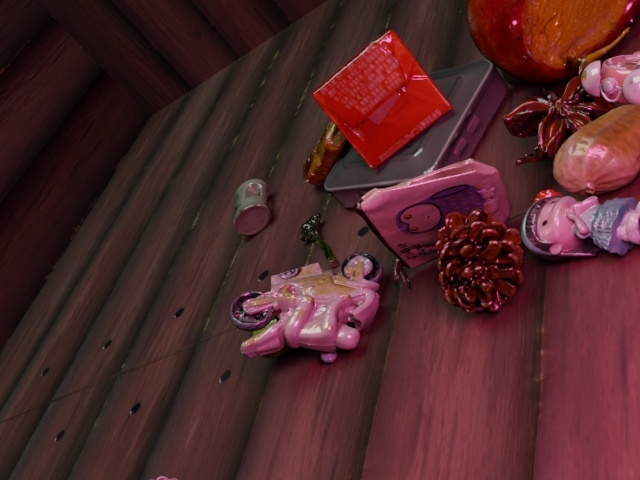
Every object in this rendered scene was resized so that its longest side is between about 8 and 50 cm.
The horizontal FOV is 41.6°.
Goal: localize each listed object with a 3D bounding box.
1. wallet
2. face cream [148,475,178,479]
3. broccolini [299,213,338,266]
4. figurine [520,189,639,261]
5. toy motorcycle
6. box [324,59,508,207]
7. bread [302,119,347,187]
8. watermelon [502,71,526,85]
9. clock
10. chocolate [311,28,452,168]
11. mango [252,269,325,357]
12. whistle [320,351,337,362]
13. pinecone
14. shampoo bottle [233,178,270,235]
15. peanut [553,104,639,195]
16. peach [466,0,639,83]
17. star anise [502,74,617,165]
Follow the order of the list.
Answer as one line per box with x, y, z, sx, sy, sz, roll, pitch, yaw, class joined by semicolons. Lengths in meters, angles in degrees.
0.220;-0.037;1.581;0.274;0.335;0.068;-25;59;11;wallet
-0.384;0.556;1.758;0.229;0.075;0.075;-32;28;23;face cream
-0.008;-0.001;2.089;0.254;0.057;0.071;-119;35;-67;broccolini
0.454;-0.029;1.421;0.245;0.110;0.138;-1;38;50;figurine
-0.009;0.146;1.720;0.340;0.108;0.223;-17;49;-10;toy motorcycle
0.227;-0.256;2.072;0.396;0.111;0.397;-4;47;52;box
0.019;-0.239;2.258;0.139;0.077;0.271;-61;3;-22;bread
0.477;-0.415;1.995;0.111;0.078;0.078;-50;27;-18;watermelon
0.585;-0.290;1.561;0.162;0.093;0.166;-14;25;-26;clock
0.138;-0.328;1.940;0.237;0.235;0.108;-39;16;14;chocolate
-0.058;0.161;1.850;0.233;0.111;0.125;-51;34;-12;mango
0.014;0.220;1.743;0.035;0.035;0.100;-37;25;13;whistle
0.279;0.038;1.484;0.149;0.179;0.195;-7;26;20;pinecone
-0.204;-0.114;2.495;0.118;0.087;0.234;-39;26;16;shampoo bottle
0.518;-0.161;1.486;0.224;0.129;0.129;-35;26;-2;peanut
0.503;-0.534;1.840;0.406;0.335;0.310;-50;23;-5;peach
0.475;-0.239;1.669;0.220;0.126;0.190;-13;63;10;star anise
